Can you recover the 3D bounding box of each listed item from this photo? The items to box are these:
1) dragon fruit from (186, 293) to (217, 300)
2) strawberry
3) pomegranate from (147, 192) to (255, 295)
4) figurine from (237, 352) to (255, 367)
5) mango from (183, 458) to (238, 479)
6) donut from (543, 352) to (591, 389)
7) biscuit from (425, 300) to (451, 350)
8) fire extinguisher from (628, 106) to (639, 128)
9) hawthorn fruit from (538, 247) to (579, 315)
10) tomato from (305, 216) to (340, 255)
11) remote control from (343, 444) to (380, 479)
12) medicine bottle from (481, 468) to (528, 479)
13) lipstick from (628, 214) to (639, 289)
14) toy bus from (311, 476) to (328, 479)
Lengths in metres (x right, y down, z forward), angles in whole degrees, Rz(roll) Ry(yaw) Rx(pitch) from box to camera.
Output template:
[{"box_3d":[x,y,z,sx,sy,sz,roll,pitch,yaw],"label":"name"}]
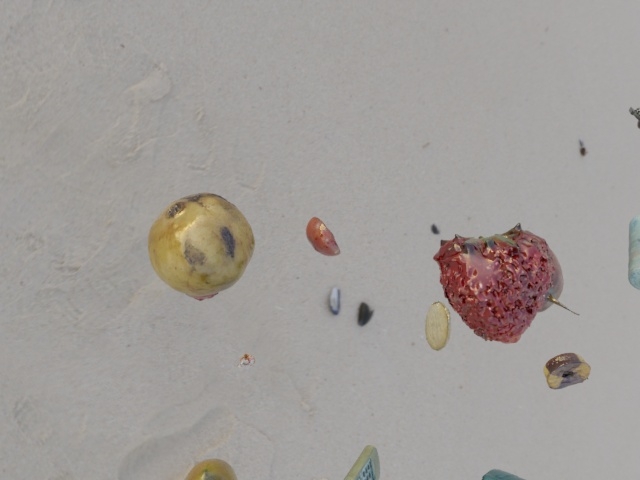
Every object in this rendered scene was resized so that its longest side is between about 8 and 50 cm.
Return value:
[{"box_3d":[-0.379,0.065,1.637,0.200,0.198,0.269,-21,120,-66],"label":"dragon fruit"},{"box_3d":[0.297,0.077,0.873,0.186,0.184,0.202,-6,87,-34],"label":"strawberry"},{"box_3d":[-0.295,0.009,1.270,0.260,0.260,0.261,7,78,-34],"label":"pomegranate"},{"box_3d":[-0.277,0.446,1.903,0.064,0.109,0.047,-43,75,8],"label":"figurine"},{"box_3d":[-0.261,0.625,1.133,0.172,0.211,0.318,14,100,-2],"label":"mango"},{"box_3d":[0.767,0.408,1.610,0.140,0.140,0.059,29,30,-28],"label":"donut"},{"box_3d":[0.351,0.257,1.544,0.020,0.152,0.152,5,78,-14],"label":"biscuit"},{"box_3d":[0.608,-0.196,0.893,0.157,0.045,0.078,37,36,27],"label":"fire extinguisher"},{"box_3d":[0.406,0.076,1.017,0.149,0.149,0.189,50,25,-17],"label":"hawthorn fruit"},{"box_3d":[0.000,0.000,1.721,0.069,0.155,0.156,-35,103,-7],"label":"tomato"},{"box_3d":[0.094,0.608,1.278,0.233,0.038,0.098,-22,104,-61],"label":"remote control"},{"box_3d":[0.343,0.406,0.744,0.124,0.258,0.079,40,64,-32],"label":"medicine bottle"},{"box_3d":[0.534,0.017,0.846,0.048,0.048,0.158,53,43,-15],"label":"lipstick"},{"box_3d":[-0.120,0.857,1.614,0.342,0.097,0.138,-15,73,-4],"label":"toy bus"}]
